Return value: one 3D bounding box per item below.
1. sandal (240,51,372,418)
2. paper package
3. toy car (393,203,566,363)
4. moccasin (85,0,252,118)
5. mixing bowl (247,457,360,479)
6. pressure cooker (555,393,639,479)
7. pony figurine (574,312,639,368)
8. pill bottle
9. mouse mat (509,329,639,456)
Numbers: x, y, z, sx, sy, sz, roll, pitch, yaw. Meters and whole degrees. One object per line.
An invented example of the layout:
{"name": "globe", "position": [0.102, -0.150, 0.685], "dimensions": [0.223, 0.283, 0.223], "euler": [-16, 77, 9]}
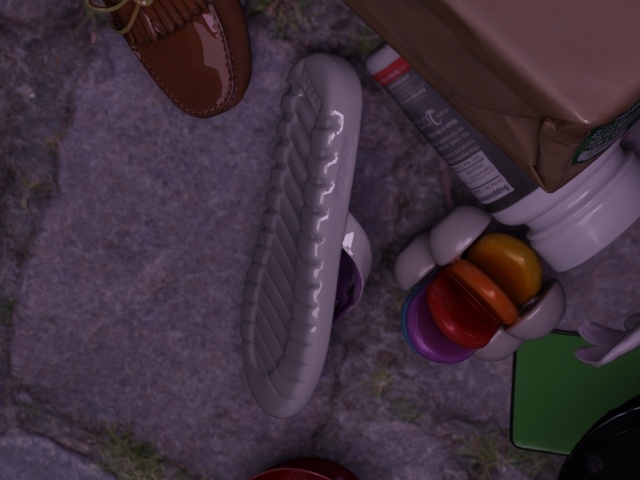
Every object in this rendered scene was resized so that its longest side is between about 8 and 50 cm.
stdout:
{"name": "sandal", "position": [0.006, 0.008, 1.951], "dimensions": [0.102, 0.169, 0.416], "euler": [-2, 119, -25]}
{"name": "paper package", "position": [0.217, -0.264, 1.608], "dimensions": [0.309, 0.325, 0.168], "euler": [44, 163, 12]}
{"name": "toy car", "position": [0.147, 0.065, 1.897], "dimensions": [0.159, 0.136, 0.182], "euler": [44, 148, -5]}
{"name": "moccasin", "position": [-0.185, -0.295, 1.859], "dimensions": [0.139, 0.147, 0.380], "euler": [-14, 108, 23]}
{"name": "mixing bowl", "position": [-0.008, 0.314, 2.095], "dimensions": [0.181, 0.098, 0.181], "euler": [7, 114, 16]}
{"name": "pressure cooker", "position": [0.465, 0.290, 1.766], "dimensions": [0.370, 0.420, 0.375], "euler": [-52, 57, 34]}
{"name": "pony figurine", "position": [0.411, -0.016, 1.595], "dimensions": [0.363, 0.303, 0.351], "euler": [26, 152, -4]}
{"name": "pill bottle", "position": [0.191, -0.119, 1.807], "dimensions": [0.161, 0.161, 0.283], "euler": [-38, 97, 28]}
{"name": "mouse mat", "position": [0.298, 0.170, 1.986], "dimensions": [0.190, 0.007, 0.152], "euler": [7, 114, 14]}
